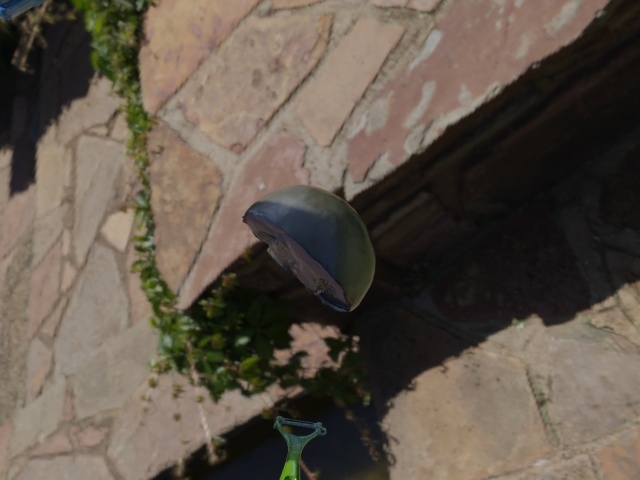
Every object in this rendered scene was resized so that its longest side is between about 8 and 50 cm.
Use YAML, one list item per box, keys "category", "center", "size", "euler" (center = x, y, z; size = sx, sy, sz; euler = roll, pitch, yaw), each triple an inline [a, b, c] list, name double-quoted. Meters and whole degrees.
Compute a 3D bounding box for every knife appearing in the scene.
- category: "knife"
  center: [-0.034, 0.304, 1.182]
  size: [0.166, 0.078, 0.022]
  euler: [-81, -5, -67]

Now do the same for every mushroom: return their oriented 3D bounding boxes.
- category: "mushroom"
  center: [0.000, 0.000, 1.083]
  size: [0.117, 0.141, 0.188]
  euler: [-43, 86, -6]

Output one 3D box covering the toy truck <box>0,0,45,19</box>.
- category: "toy truck"
  center: [-0.534, -0.473, 1.195]
  size: [0.385, 0.162, 0.161]
  euler: [38, 69, 17]
